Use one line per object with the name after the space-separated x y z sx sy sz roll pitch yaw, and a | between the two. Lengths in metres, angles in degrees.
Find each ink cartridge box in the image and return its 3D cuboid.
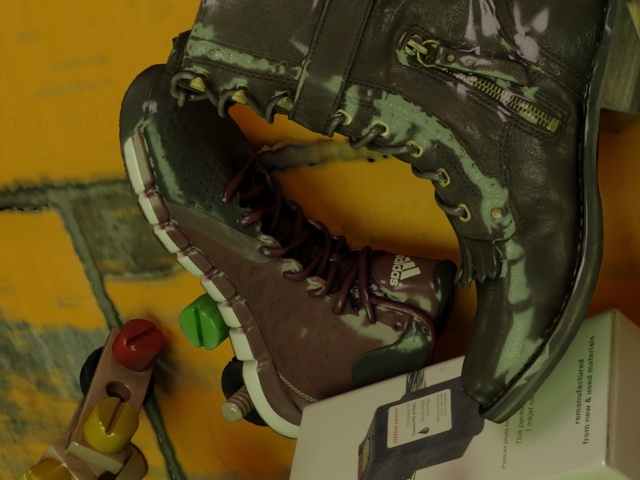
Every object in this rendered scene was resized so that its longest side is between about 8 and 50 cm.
0.120 0.148 0.748 0.237 0.100 0.172 -23 132 40 | ink cartridge box

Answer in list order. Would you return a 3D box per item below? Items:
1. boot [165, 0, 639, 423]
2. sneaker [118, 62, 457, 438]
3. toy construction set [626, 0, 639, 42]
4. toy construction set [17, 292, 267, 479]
0.034 -0.057 0.635 0.229 0.091 0.263 14 94 0 | boot
0.000 0.000 0.796 0.163 0.106 0.281 -10 121 32 | sneaker
0.235 -0.154 0.483 0.328 0.151 0.215 -16 109 26 | toy construction set
-0.160 0.218 0.930 0.309 0.237 0.257 -19 105 40 | toy construction set
